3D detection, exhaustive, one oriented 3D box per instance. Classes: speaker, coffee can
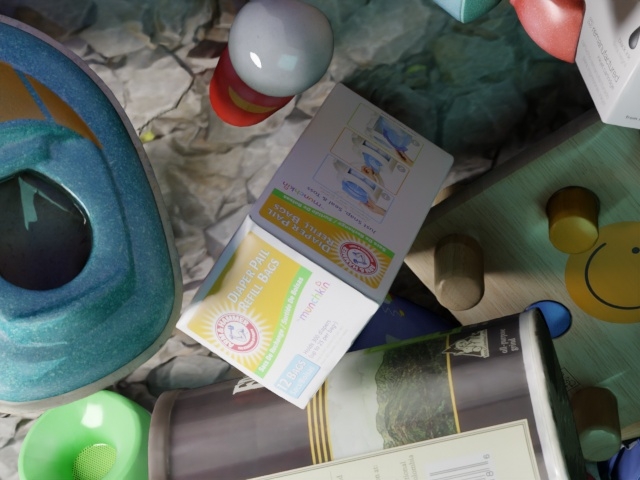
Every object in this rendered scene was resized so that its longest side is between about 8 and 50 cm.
[{"bbox_3d":[-0.141,0.247,1.511,0.131,0.131,0.296,-23,139,6],"label":"speaker"},{"bbox_3d":[0.042,0.174,1.249,0.275,0.201,0.201,-13,140,10],"label":"coffee can"}]

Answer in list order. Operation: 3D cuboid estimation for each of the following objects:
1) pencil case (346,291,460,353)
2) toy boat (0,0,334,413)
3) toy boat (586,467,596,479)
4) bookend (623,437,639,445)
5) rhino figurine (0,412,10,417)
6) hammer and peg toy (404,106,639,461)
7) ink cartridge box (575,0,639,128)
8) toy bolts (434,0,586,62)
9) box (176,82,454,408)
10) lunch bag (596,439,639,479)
[{"bbox_3d":[0.075,0.121,1.452,0.306,0.119,0.133,28,106,-39],"label":"pencil case"},{"bbox_3d":[-0.140,-0.059,1.120,0.318,0.267,0.148,-30,177,-20],"label":"toy boat"},{"bbox_3d":[0.166,0.275,1.629,0.231,0.151,0.151,13,131,-30],"label":"toy boat"},{"bbox_3d":[0.288,0.081,1.522,0.157,0.072,0.156,-31,136,15],"label":"bookend"},{"bbox_3d":[-0.197,0.049,1.297,0.073,0.106,0.243,27,130,1],"label":"rhino figurine"},{"bbox_3d":[0.257,0.060,1.360,0.266,0.127,0.361,-31,118,22],"label":"hammer and peg toy"},{"bbox_3d":[0.235,-0.186,1.160,0.082,0.139,0.190,3,134,-20],"label":"ink cartridge box"},{"bbox_3d":[0.105,-0.234,1.086,0.158,0.218,0.228,15,154,8],"label":"toy bolts"},{"bbox_3d":[0.000,0.000,1.217,0.103,0.203,0.114,33,124,-2],"label":"box"},{"bbox_3d":[0.300,0.206,1.666,0.065,0.067,0.098,-2,135,-19],"label":"lunch bag"}]
